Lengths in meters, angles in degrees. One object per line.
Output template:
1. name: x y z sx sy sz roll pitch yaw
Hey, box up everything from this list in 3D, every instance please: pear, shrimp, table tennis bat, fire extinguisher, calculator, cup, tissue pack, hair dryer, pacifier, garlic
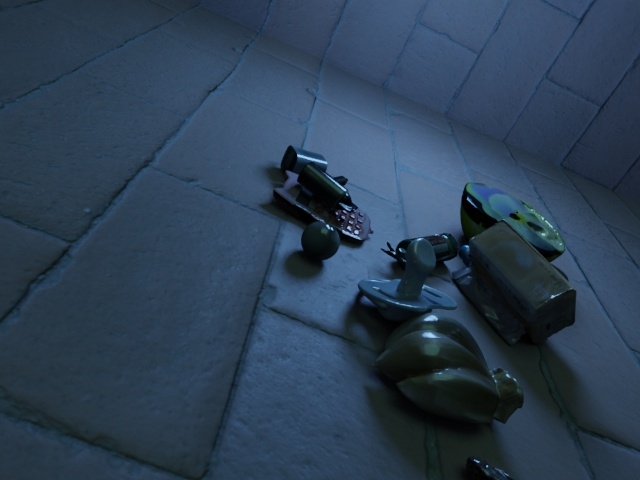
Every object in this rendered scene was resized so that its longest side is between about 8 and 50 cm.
1. pear: 0.641 -0.024 1.901 0.399 0.165 0.399 20 31 -12
2. shrimp: 0.345 0.477 0.993 0.190 0.074 0.073 35 -2 27
3. table tennis bat: 0.842 0.132 1.966 0.131 0.022 0.234 35 29 12
4. fire extinguisher: 0.300 0.034 1.618 0.294 0.093 0.118 -8 47 -44
5. calculator: 0.015 -0.095 1.650 0.330 0.048 0.220 27 29 -3
6. cup: -0.063 -0.257 1.792 0.129 0.095 0.128 9 32 -33
7. tissue pack: 0.548 0.138 1.566 0.239 0.238 0.305 4 38 -34
8. hair dryer: 0.060 -0.167 1.693 0.196 0.078 0.248 39 25 11
9. pacifier: 0.221 0.092 1.355 0.279 0.207 0.227 4 18 -42
10. garlic: 0.278 0.272 1.203 0.325 0.132 0.279 27 20 -10

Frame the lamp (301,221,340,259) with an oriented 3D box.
1. lamp: 0.000 0.000 1.426 0.105 0.105 0.105 20 31 -12

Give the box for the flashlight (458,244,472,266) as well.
1. flashlight: 0.470 0.053 1.719 0.051 0.051 0.129 46 1 30
